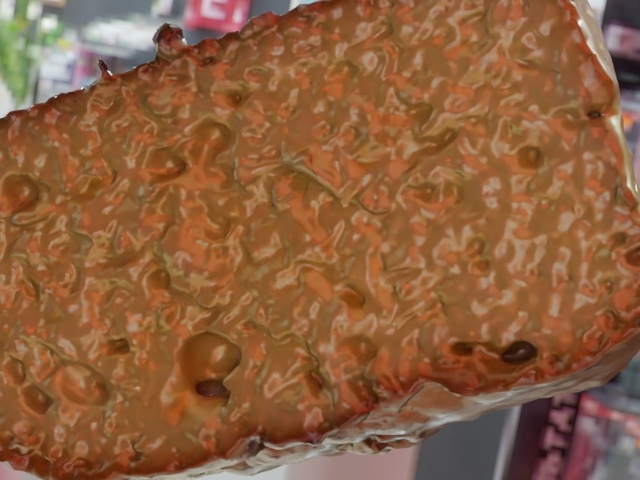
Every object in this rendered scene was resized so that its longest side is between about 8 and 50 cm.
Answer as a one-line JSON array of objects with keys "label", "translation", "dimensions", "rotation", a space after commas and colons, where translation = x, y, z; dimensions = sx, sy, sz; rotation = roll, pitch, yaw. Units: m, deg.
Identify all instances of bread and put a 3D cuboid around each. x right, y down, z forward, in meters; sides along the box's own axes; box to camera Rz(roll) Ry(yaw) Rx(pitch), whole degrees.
[{"label": "bread", "translation": [0.000, 0.000, 0.782], "dimensions": [0.340, 0.194, 0.179], "rotation": [-16, -4, 21]}]
